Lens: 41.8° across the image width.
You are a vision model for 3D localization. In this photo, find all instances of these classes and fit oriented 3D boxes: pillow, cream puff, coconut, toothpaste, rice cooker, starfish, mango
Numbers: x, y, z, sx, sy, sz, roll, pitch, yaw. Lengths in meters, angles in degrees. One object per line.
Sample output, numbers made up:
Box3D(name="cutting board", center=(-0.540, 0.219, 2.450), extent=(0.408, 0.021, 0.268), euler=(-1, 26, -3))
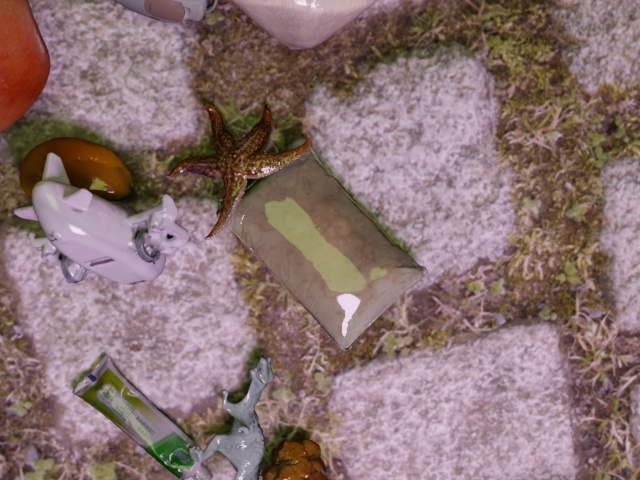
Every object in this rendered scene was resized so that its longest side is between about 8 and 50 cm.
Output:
Box3D(name="pillow", center=(0.000, 0.000, 1.282), extent=(0.185, 0.075, 0.302), euler=(-43, 92, -6))
Box3D(name="cream puff", center=(-0.042, 0.359, 1.269), extent=(0.094, 0.116, 0.122), euler=(27, 94, 29))
Box3D(name="coconut", center=(-0.029, -0.404, 1.199), extent=(0.237, 0.237, 0.266), euler=(-6, 117, -7))
Box3D(name="toothpaste", center=(-0.260, 0.283, 1.271), extent=(0.248, 0.047, 0.078), euler=(43, 81, -3))
Box3D(name="rice cooker", center=(-0.245, -0.400, 1.219), extent=(0.206, 0.145, 0.127), euler=(13, 79, -10))
Box3D(name="starfish", center=(-0.125, -0.113, 1.250), extent=(0.213, 0.057, 0.238), euler=(4, 65, 16))
Box3D(name="mango", center=(-0.360, -0.098, 1.239), extent=(0.159, 0.084, 0.105), euler=(6, 73, -24))

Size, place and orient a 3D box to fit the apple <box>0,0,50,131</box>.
Box3D(name="apple", center=(-0.516, -0.279, 1.106), extent=(0.277, 0.319, 0.319), euler=(-33, 94, -23))

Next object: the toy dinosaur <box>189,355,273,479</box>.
Box3D(name="toy dinosaur", center=(-0.139, 0.362, 1.261), extent=(0.129, 0.076, 0.383), euler=(6, 95, -40))

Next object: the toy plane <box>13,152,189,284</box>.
Box3D(name="toy plane", center=(-0.310, -0.015, 1.184), extent=(0.252, 0.252, 0.118), euler=(6, 60, -7))
